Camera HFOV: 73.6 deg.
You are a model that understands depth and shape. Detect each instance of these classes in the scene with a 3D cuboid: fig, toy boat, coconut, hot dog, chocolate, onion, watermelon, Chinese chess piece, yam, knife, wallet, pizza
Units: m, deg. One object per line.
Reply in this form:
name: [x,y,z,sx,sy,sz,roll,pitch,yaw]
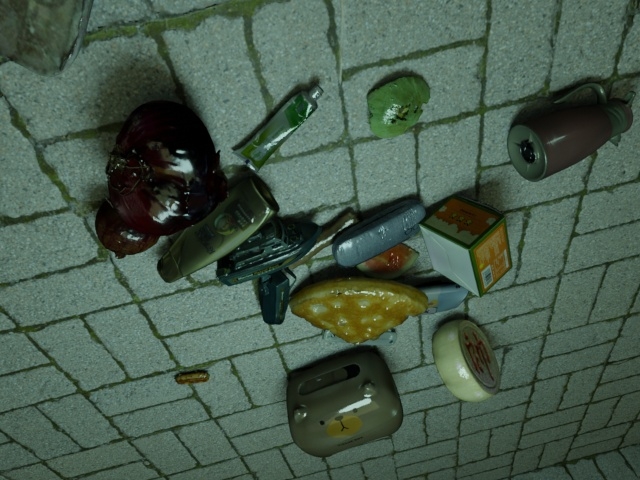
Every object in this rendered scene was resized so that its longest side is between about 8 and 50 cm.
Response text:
fig: [-0.473,-0.006,1.015,0.146,0.134,0.201,33,124,-21]
toy boat: [-0.135,0.018,1.107,0.295,0.114,0.122,-22,137,6]
coconut: [0.169,-0.298,0.963,0.133,0.055,0.158,19,120,-26]
hot dog: [-0.432,0.460,1.442,0.121,0.037,0.049,-2,140,-3]
chocolate: [-0.454,-0.433,0.698,0.185,0.101,0.303,28,115,-17]
onion: [-0.318,-0.150,0.880,0.280,0.221,0.281,-25,133,-31]
toy boat: [-0.129,0.165,1.240,0.103,0.093,0.246,-28,143,-33]
watermelon: [0.175,0.050,1.240,0.244,0.063,0.119,15,110,-21]
Chinese chess piece: [0.489,0.402,1.439,0.269,0.270,0.112,32,131,-31]
yam: [0.000,0.000,1.164,0.241,0.057,0.057,-35,126,15]
knife: [0.136,0.316,1.446,0.265,0.041,0.073,6,115,-16]
wallet: [0.344,0.184,1.368,0.230,0.070,0.170,-6,146,-3]
pizza: [0.112,0.199,1.270,0.407,0.114,0.278,-5,136,15]

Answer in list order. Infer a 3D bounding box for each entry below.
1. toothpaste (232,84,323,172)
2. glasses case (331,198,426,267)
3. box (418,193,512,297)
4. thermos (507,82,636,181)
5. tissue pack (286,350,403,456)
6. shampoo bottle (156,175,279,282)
toothpaste: [-0.089,-0.252,0.953,0.248,0.047,0.078,-40,121,21]
glasses case: [0.159,-0.019,1.148,0.282,0.067,0.109,-28,133,-9]
box: [0.395,0.011,1.152,0.148,0.177,0.195,-39,129,-12]
thermos: [0.608,-0.270,1.035,0.264,0.146,0.177,-24,103,-3]
tissue pack: [0.072,0.549,1.465,0.386,0.268,0.277,-20,126,6]
shampoo bottle: [-0.265,-0.016,1.060,0.350,0.084,0.126,-34,89,16]
